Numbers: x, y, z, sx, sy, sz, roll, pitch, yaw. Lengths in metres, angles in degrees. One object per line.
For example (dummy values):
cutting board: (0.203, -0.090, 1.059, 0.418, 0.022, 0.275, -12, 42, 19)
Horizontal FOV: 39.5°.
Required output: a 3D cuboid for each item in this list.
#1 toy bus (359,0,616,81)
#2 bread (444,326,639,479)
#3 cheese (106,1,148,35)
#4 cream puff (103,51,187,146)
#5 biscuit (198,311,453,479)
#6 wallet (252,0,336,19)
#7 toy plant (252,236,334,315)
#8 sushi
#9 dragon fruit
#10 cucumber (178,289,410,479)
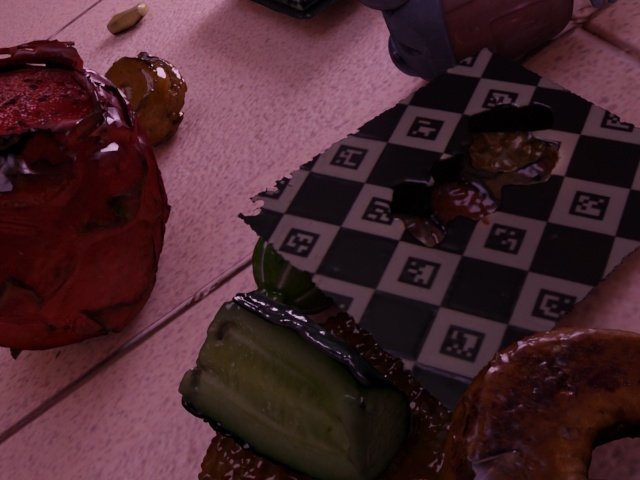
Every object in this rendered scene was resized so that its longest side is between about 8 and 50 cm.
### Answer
toy bus: (0.147, -0.310, 0.876, 0.232, 0.197, 0.294, -13, 74, 15)
bread: (0.159, 0.135, 0.507, 0.193, 0.063, 0.193, -4, 49, 5)
cheese: (-0.326, -0.379, 1.517, 0.083, 0.030, 0.044, -21, 45, 29)
cream puff: (-0.231, -0.177, 1.157, 0.133, 0.104, 0.119, -14, 74, 39)
biscuit: (0.030, 0.156, 0.636, 0.305, 0.038, 0.305, -22, 39, 19)
wallet: (-0.010, -0.415, 1.258, 0.237, 0.075, 0.342, -41, 38, -8)
toy plant: (0.000, 0.000, 0.785, 0.093, 0.092, 0.162, 11, 59, 45)
sushi: (0.119, -0.019, 0.714, 0.290, 0.050, 0.264, -36, 52, -19)
dragon fruit: (-0.293, -0.038, 0.903, 0.296, 0.301, 0.295, -19, 36, 14)
cucumber: (-0.019, 0.098, 0.641, 0.086, 0.115, 0.193, -6, 19, -39)
